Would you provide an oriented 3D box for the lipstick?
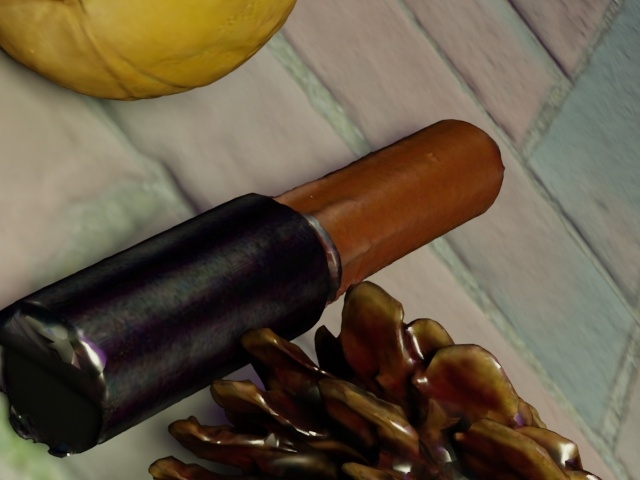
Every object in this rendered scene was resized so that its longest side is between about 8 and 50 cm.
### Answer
[{"bbox_3d":[0.000,0.000,0.584,0.418,0.077,0.077,-28,87,-55],"label":"lipstick"}]

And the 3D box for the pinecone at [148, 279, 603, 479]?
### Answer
[{"bbox_3d":[0.016,0.128,0.427,0.207,0.207,0.208,29,45,-34],"label":"pinecone"}]

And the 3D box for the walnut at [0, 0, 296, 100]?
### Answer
[{"bbox_3d":[-0.088,-0.173,0.523,0.193,0.193,0.226,34,39,-29],"label":"walnut"}]
